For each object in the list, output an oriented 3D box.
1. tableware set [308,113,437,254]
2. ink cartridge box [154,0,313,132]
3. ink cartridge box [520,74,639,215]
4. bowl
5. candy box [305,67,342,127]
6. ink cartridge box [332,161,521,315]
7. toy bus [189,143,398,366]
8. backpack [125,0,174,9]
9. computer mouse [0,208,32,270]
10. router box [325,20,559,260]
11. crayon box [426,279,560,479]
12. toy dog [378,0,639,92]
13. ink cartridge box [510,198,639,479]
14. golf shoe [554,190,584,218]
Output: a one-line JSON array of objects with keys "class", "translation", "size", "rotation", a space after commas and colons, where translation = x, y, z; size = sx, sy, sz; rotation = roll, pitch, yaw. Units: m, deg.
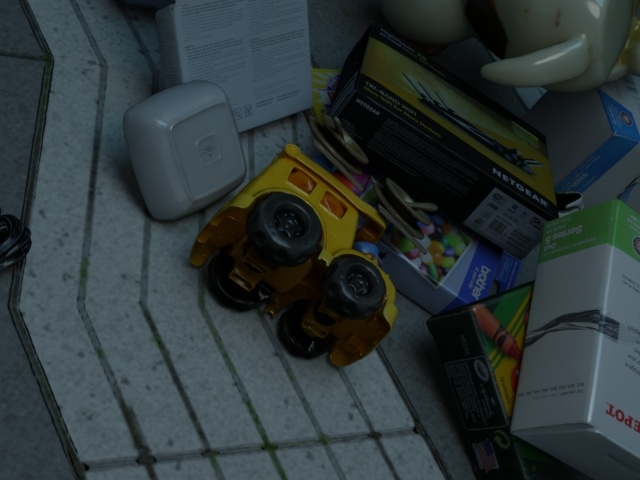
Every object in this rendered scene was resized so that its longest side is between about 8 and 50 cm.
[{"class": "tableware set", "translation": [0.064, -0.078, 1.048], "size": [0.194, 0.039, 0.128], "rotation": [44, 13, -17]}, {"class": "ink cartridge box", "translation": [-0.100, -0.246, 1.114], "size": [0.045, 0.223, 0.223], "rotation": [18, 31, 38]}, {"class": "ink cartridge box", "translation": [0.471, -0.152, 1.428], "size": [0.233, 0.168, 0.171], "rotation": [13, 51, -25]}, {"class": "bowl", "translation": [-0.141, -0.102, 1.023], "size": [0.142, 0.053, 0.142], "rotation": [-34, 119, -42]}, {"class": "candy box", "translation": [0.061, -0.197, 1.295], "size": [0.206, 0.027, 0.105], "rotation": [-5, 59, -36]}, {"class": "ink cartridge box", "translation": [0.134, -0.011, 1.184], "size": [0.311, 0.065, 0.185], "rotation": [37, 46, -7]}, {"class": "toy bus", "translation": [0.000, 0.000, 1.015], "size": [0.220, 0.149, 0.211], "rotation": [38, 49, -5]}, {"class": "backpack", "translation": [-0.158, -0.423, 1.155], "size": [0.277, 0.263, 0.213], "rotation": [-3, 60, -36]}, {"class": "computer mouse", "translation": [-0.422, -0.054, 0.852], "size": [0.272, 0.072, 0.188], "rotation": [55, 44, -4]}, {"class": "router box", "translation": [0.165, -0.139, 1.209], "size": [0.309, 0.081, 0.243], "rotation": [31, 32, -12]}, {"class": "crayon box", "translation": [0.291, 0.144, 1.115], "size": [0.319, 0.081, 0.202], "rotation": [-15, 86, -40]}, {"class": "toy dog", "translation": [0.271, -0.350, 1.308], "size": [0.408, 0.284, 0.395], "rotation": [23, 67, 37]}, {"class": "ink cartridge box", "translation": [0.338, 0.124, 1.029], "size": [0.198, 0.115, 0.272], "rotation": [31, 60, -26]}, {"class": "golf shoe", "translation": [0.368, -0.032, 1.333], "size": [0.176, 0.086, 0.069], "rotation": [12, 50, -28]}]
